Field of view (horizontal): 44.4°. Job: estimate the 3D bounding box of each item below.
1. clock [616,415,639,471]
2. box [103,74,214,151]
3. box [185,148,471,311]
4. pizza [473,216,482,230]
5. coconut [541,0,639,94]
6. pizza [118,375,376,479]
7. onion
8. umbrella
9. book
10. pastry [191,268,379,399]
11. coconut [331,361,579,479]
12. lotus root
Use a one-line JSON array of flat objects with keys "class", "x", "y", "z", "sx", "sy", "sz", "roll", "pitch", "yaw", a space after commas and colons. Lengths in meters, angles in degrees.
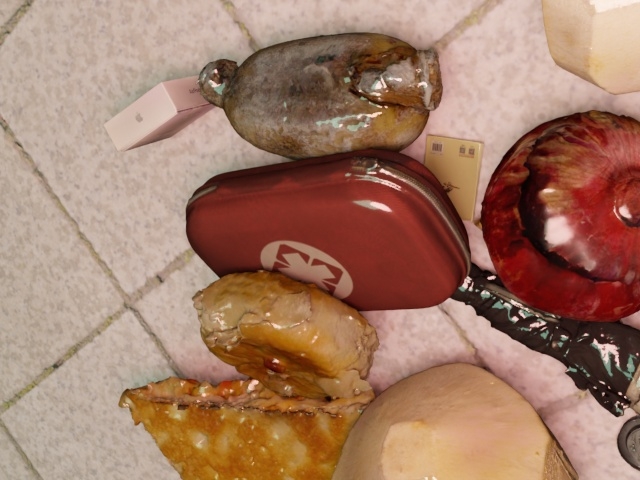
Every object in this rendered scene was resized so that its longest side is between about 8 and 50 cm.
[{"class": "clock", "x": 0.441, "y": 0.272, "z": 1.049, "sx": 0.085, "sy": 0.017, "sz": 0.085, "roll": 8, "pitch": 109, "yaw": 24}, {"class": "box", "x": -0.231, "y": -0.192, "z": 1.173, "sx": 0.129, "sy": 0.130, "sz": 0.051, "roll": -27, "pitch": 94, "yaw": 31}, {"class": "box", "x": 0.000, "y": 0.000, "z": 1.062, "sx": 0.404, "sy": 0.108, "sz": 0.263, "roll": -6, "pitch": 137, "yaw": 38}, {"class": "pizza", "x": 0.273, "y": -0.006, "z": 1.040, "sx": 0.123, "sy": 0.026, "sz": 0.108, "roll": -15, "pitch": 102, "yaw": 27}, {"class": "coconut", "x": 0.352, "y": -0.265, "z": 0.813, "sx": 0.241, "sy": 0.241, "sz": 0.241, "roll": 8, "pitch": 109, "yaw": 24}, {"class": "pizza", "x": -0.127, "y": 0.314, "z": 1.274, "sx": 0.406, "sy": 0.130, "sz": 0.439, "roll": 30, "pitch": 121, "yaw": 4}, {"class": "onion", "x": 0.311, "y": -0.030, "z": 0.906, "sx": 0.247, "sy": 0.190, "sz": 0.246, "roll": 1, "pitch": 84, "yaw": -9}, {"class": "umbrella", "x": 0.323, "y": 0.129, "z": 1.010, "sx": 0.358, "sy": 0.106, "sz": 0.113, "roll": 29, "pitch": 97, "yaw": 19}, {"class": "book", "x": 0.178, "y": -0.085, "z": 1.069, "sx": 0.077, "sy": 0.014, "sz": 0.110, "roll": 13, "pitch": 111, "yaw": 24}, {"class": "pastry", "x": -0.050, "y": 0.142, "z": 1.089, "sx": 0.257, "sy": 0.120, "sz": 0.235, "roll": 1, "pitch": 146, "yaw": 29}, {"class": "coconut", "x": 0.167, "y": 0.337, "z": 1.026, "sx": 0.353, "sy": 0.353, "sz": 0.352, "roll": 8, "pitch": 109, "yaw": 24}, {"class": "lotus root", "x": -0.002, "y": -0.188, "z": 1.044, "sx": 0.350, "sy": 0.175, "sz": 0.174, "roll": 6, "pitch": 108, "yaw": 28}]
